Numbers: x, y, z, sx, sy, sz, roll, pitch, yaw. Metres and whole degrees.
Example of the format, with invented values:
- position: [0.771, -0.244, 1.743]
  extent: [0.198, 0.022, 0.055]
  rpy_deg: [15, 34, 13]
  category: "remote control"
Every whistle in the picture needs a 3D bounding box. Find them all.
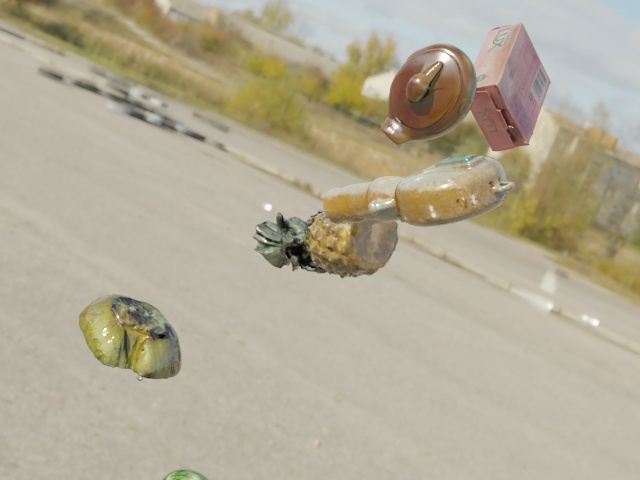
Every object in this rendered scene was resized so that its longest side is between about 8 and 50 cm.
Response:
- position: [0.093, -0.047, 1.126]
  extent: [0.220, 0.057, 0.107]
  rpy_deg: [-6, 16, 43]
  category: "whistle"

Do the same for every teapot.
- position: [0.120, -0.167, 1.330]
  extent: [0.098, 0.129, 0.078]
  rpy_deg: [49, 25, 20]
  category: "teapot"

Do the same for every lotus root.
- position: [-0.325, 0.157, 2.046]
  extent: [0.183, 0.078, 0.203]
  rpy_deg: [5, 34, -43]
  category: "lotus root"

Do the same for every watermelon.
- position: [-0.222, 0.413, 1.857]
  extent: [0.109, 0.109, 0.109]
  rpy_deg: [23, 6, -2]
  category: "watermelon"

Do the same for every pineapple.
- position: [0.000, 0.000, 1.592]
  extent: [0.119, 0.111, 0.237]
  rpy_deg: [37, -23, -31]
  category: "pineapple"

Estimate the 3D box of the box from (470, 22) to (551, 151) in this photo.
- position: [0.253, -0.208, 1.571]
  extent: [0.060, 0.156, 0.111]
  rpy_deg: [-9, -53, 34]
  category: "box"
